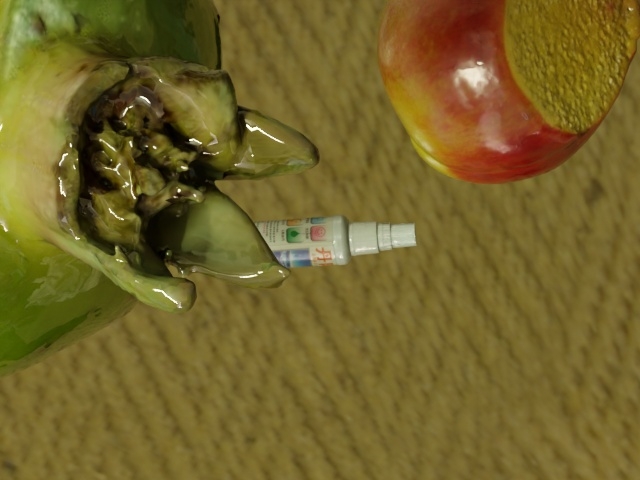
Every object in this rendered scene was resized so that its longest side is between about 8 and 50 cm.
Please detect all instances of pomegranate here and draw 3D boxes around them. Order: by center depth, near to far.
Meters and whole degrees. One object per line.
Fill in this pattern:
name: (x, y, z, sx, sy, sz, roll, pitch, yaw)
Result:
pomegranate: (-0.144, -0.051, 0.767, 0.341, 0.260, 0.260, 25, 81, 39)

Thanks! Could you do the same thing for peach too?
peach: (0.140, -0.139, 1.301, 0.192, 0.190, 0.190, -26, 67, 11)

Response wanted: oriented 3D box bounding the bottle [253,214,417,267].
bottle: (0.000, 0.000, 2.026, 0.217, 0.060, 0.060, -5, 71, 8)
